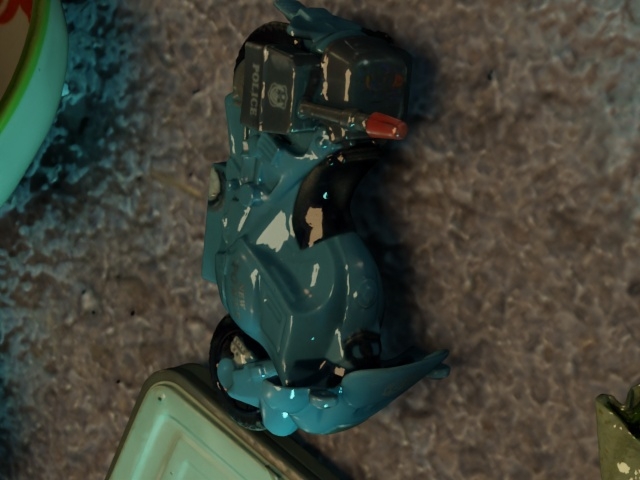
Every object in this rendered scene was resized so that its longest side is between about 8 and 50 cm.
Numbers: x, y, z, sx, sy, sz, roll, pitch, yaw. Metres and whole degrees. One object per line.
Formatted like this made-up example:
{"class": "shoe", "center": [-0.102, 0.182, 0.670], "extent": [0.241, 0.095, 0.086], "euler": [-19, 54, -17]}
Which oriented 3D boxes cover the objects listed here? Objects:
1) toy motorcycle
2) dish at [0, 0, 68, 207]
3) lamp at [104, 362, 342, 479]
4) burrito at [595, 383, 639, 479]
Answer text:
{"class": "toy motorcycle", "center": [0.000, 0.000, 1.054], "extent": [0.182, 0.123, 0.272], "euler": [19, 111, 43]}
{"class": "dish", "center": [-0.297, -0.085, 1.212], "extent": [0.324, 0.124, 0.324], "euler": [-12, 56, 19]}
{"class": "lamp", "center": [-0.053, 0.253, 1.182], "extent": [0.269, 0.047, 0.266], "euler": [36, 118, 25]}
{"class": "burrito", "center": [0.191, 0.136, 0.984], "extent": [0.074, 0.044, 0.118], "euler": [-5, 98, 32]}
